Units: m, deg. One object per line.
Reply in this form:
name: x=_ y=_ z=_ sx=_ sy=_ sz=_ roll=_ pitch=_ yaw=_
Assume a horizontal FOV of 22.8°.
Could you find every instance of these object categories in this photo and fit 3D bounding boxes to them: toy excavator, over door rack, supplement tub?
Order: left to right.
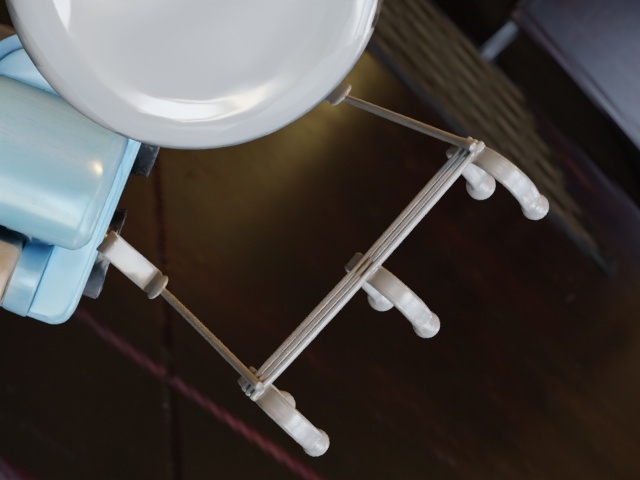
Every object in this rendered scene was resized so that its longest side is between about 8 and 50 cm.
toy excavator: x=-0.314 y=0.002 z=1.553 sx=0.222 sy=0.433 sz=0.445 roll=22 pitch=4 yaw=-7
supplement tub: x=-0.081 y=-0.195 z=0.895 sx=0.193 sy=0.193 sz=0.316 roll=40 pitch=14 yaw=-25
over door rack: x=0.000 y=0.000 z=1.167 sx=0.108 sy=0.239 sz=0.324 roll=46 pitch=-5 yaw=-35
